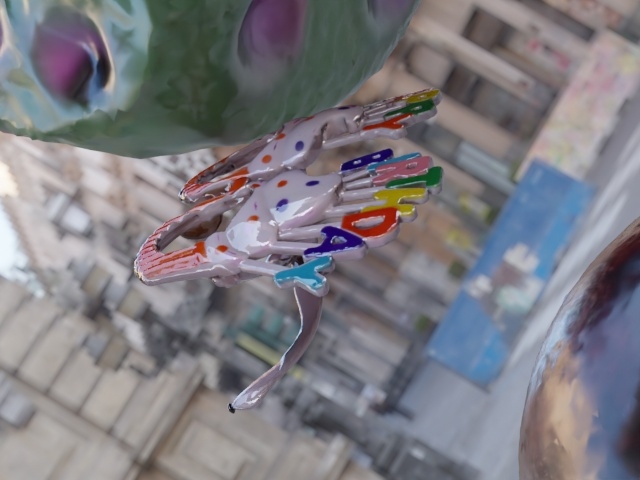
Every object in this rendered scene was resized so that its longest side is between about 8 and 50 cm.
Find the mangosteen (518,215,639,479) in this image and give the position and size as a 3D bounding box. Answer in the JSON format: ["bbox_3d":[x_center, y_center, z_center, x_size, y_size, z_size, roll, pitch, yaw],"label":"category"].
[{"bbox_3d":[0.232,0.098,0.713,0.311,0.311,0.311,-59,-3,-6],"label":"mangosteen"}]

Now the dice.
[{"bbox_3d":[-0.116,-0.255,1.072,0.330,0.322,0.318,-30,-46,-48],"label":"dice"}]

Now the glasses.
[{"bbox_3d":[0.003,-0.008,0.901,0.162,0.095,0.255,-26,20,17],"label":"glasses"}]
